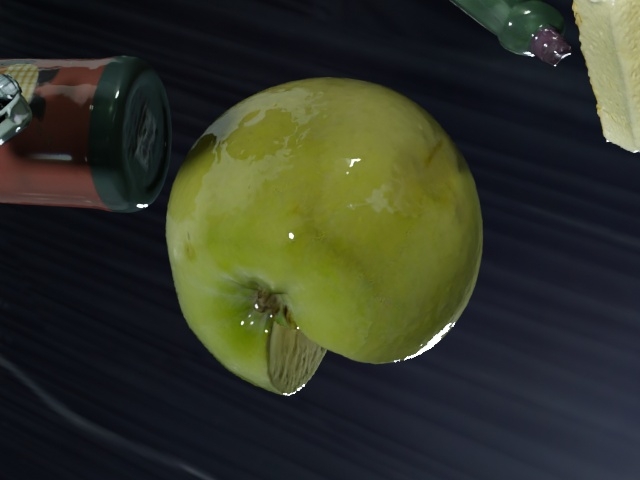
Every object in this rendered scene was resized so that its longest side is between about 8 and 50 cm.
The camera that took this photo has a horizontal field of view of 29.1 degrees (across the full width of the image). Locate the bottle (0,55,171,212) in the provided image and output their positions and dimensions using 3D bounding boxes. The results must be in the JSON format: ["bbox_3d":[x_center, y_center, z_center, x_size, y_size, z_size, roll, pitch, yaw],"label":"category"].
[{"bbox_3d":[-0.320,-0.100,1.164,0.144,0.336,0.143,1,90,-76],"label":"bottle"}]

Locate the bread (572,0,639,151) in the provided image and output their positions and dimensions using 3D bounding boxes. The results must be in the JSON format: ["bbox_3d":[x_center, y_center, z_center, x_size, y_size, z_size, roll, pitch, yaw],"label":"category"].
[{"bbox_3d":[0.309,-0.184,1.149,0.125,0.068,0.188,-33,130,-10],"label":"bread"}]

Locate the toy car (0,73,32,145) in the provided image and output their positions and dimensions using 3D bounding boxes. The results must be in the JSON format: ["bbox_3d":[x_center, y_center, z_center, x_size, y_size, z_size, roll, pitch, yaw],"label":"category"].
[{"bbox_3d":[-0.275,-0.077,0.875,0.095,0.205,0.056,-39,123,-31],"label":"toy car"}]

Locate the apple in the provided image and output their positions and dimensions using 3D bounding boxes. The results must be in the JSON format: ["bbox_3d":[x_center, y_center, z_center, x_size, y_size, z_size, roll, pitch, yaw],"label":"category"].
[{"bbox_3d":[0.000,0.000,1.124,0.254,0.292,0.291,-51,151,-53],"label":"apple"}]

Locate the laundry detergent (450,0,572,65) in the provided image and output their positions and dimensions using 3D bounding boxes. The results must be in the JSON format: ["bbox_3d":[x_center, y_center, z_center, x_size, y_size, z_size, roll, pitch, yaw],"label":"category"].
[{"bbox_3d":[0.253,-0.291,1.582,0.144,0.221,0.078,2,125,-43],"label":"laundry detergent"}]
